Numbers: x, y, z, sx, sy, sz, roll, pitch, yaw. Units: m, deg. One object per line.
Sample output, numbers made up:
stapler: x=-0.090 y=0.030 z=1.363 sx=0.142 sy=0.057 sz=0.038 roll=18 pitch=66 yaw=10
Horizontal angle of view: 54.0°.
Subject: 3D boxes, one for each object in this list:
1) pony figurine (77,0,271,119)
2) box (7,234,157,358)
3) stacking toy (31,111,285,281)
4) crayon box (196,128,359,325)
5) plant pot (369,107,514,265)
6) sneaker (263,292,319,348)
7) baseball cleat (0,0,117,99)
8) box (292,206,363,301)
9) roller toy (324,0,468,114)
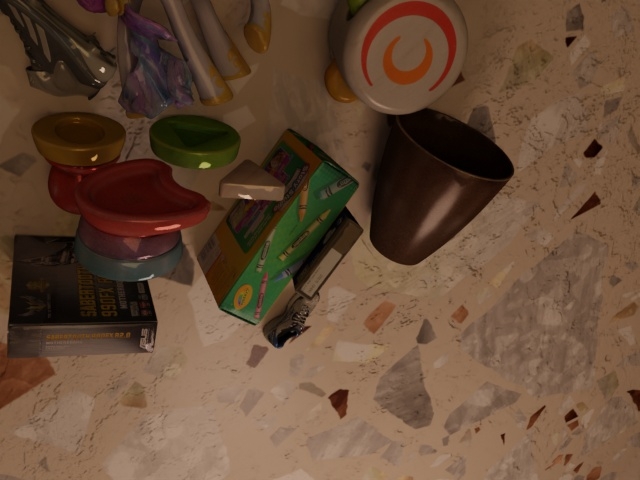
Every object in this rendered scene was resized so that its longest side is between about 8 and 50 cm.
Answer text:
pony figurine: x=-0.205 y=-0.340 z=0.751 sx=0.351 sy=0.302 sz=0.364 roll=-38 pitch=128 yaw=-42
box: x=-0.342 y=0.072 z=0.898 sx=0.182 sy=0.231 sz=0.056 roll=3 pitch=118 yaw=-24
stacking toy: x=-0.223 y=-0.060 z=0.863 sx=0.279 sy=0.309 sz=0.131 roll=-10 pitch=128 yaw=-31
crayon box: x=-0.076 y=-0.026 z=1.005 sx=0.081 sy=0.165 sz=0.278 roll=30 pitch=101 yaw=-33
plant pot: x=0.179 y=-0.077 z=1.090 sx=0.215 sy=0.215 sz=0.231 roll=7 pitch=128 yaw=-27
sneaker: x=-0.045 y=0.151 z=1.178 sx=0.135 sy=0.058 sz=0.052 roll=-48 pitch=125 yaw=4
baseball cleat: x=-0.369 y=-0.259 z=0.809 sx=0.109 sy=0.072 sz=0.206 roll=-45 pitch=121 yaw=12
box: x=0.000 y=0.000 z=1.030 sx=0.036 sy=0.225 sz=0.136 roll=34 pitch=99 yaw=-13
roller toy: x=0.113 y=-0.300 z=0.958 sx=0.191 sy=0.146 sz=0.210 roll=2 pitch=121 yaw=-15
